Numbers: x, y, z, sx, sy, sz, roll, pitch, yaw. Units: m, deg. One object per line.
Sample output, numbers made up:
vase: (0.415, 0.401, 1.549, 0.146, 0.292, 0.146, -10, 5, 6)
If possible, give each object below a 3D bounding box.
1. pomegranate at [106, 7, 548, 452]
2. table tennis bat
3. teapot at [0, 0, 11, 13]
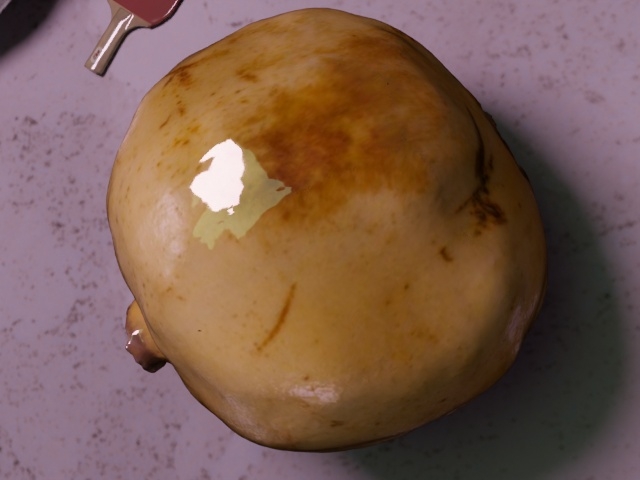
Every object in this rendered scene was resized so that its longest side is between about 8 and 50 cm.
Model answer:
pomegranate: (0.000, 0.000, 1.113, 0.333, 0.332, 0.332, -5, 79, 26)
table tennis bat: (-0.169, -0.221, 1.402, 0.087, 0.013, 0.156, 34, 95, 25)
teapot: (-0.435, -0.353, 1.380, 0.344, 0.300, 0.253, 65, 145, 28)
